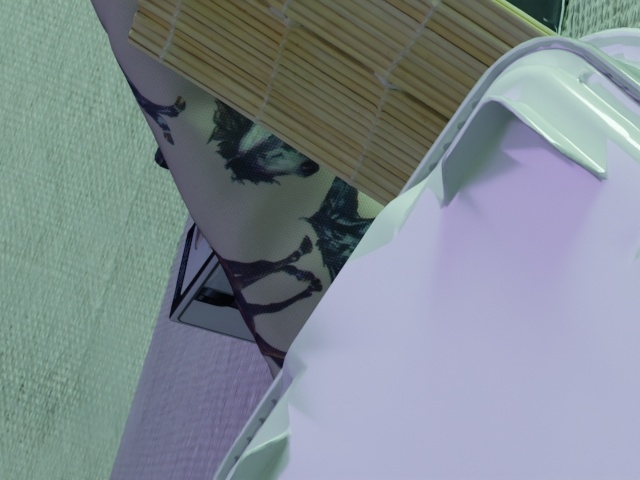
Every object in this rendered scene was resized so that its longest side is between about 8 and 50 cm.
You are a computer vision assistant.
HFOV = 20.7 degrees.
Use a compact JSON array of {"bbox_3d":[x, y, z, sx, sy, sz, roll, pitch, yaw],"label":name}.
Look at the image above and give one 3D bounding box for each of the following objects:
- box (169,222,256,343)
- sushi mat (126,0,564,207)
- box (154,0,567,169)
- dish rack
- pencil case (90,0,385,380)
[{"bbox_3d":[0.000,0.000,1.377,0.290,0.169,0.087,132,151,-61],"label":"box"},{"bbox_3d":[0.044,-0.088,0.962,0.019,0.316,0.151,-50,-8,-51],"label":"sushi mat"},{"bbox_3d":[0.040,-0.218,1.402,0.395,0.212,0.294,137,149,-66],"label":"box"},{"bbox_3d":[0.088,0.100,0.565,0.285,0.072,0.333,-57,44,16],"label":"dish rack"},{"bbox_3d":[-0.025,-0.111,1.095,0.160,0.183,0.410,-80,-34,-72],"label":"pencil case"}]
